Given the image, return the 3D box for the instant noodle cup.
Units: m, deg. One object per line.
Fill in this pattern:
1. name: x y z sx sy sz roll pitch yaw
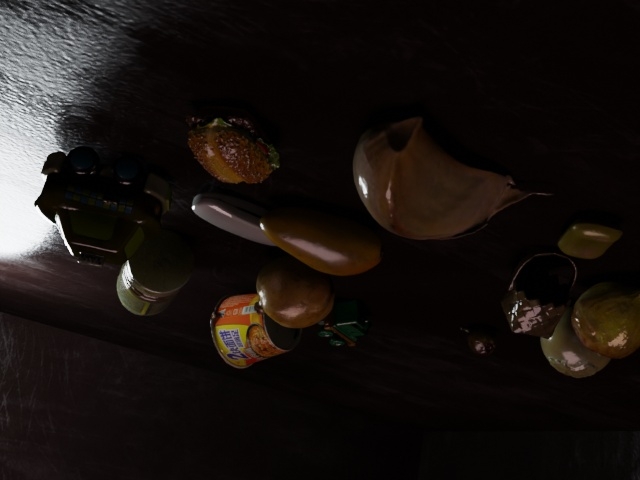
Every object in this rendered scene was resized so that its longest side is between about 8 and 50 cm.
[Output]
1. instant noodle cup: -0.164 0.231 2.303 0.174 0.213 0.213 -15 149 35

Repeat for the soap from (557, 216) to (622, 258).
1. soap: 0.478 -0.006 1.513 0.088 0.045 0.140 7 160 0

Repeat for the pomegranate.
1. pomegranate: -0.066 0.121 1.958 0.196 0.196 0.196 9 161 3

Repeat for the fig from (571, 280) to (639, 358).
1. fig: 0.626 0.130 1.725 0.159 0.159 0.257 14 140 -10

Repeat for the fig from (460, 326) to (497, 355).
1. fig: 0.427 0.263 2.280 0.084 0.082 0.098 4 -155 -25

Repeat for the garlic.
1. garlic: 0.190 -0.076 1.341 0.338 0.151 0.196 23 145 -35

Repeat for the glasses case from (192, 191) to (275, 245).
1. glasses case: -0.150 -0.041 1.716 0.233 0.059 0.092 21 160 -31

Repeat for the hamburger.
1. hamburger: -0.140 -0.148 1.367 0.137 0.087 0.166 3 159 20

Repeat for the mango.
1. mango: 0.000 0.000 1.674 0.253 0.113 0.138 16 159 -11

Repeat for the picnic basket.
1. picnic basket: 0.439 0.090 1.701 0.128 0.138 0.179 6 123 -9

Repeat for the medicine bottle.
1. medicine bottle: -0.410 0.087 2.074 0.151 0.151 0.322 15 160 -14

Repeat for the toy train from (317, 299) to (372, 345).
1. toy train: 0.069 0.219 2.300 0.136 0.091 0.227 -11 154 24

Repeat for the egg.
1. egg: 0.593 0.235 1.961 0.164 0.164 0.201 -7 159 40

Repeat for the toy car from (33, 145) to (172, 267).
1. toy car: -0.424 -0.048 1.626 0.247 0.198 0.204 13 161 -5
